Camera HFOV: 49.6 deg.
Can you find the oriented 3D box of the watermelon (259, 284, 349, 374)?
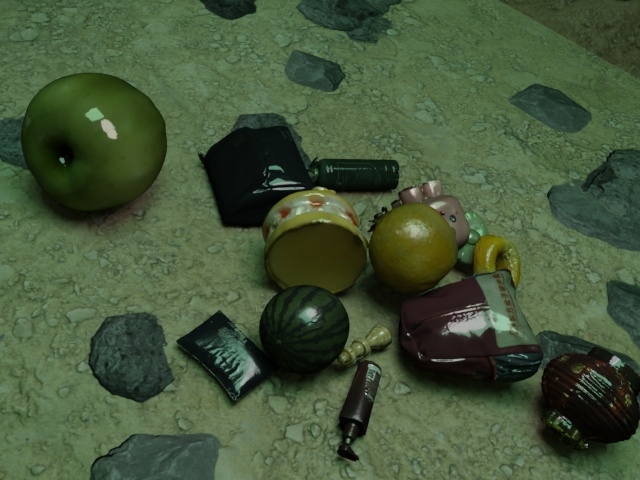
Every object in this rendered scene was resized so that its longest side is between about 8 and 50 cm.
[{"bbox_3d":[-0.038,0.203,1.580,0.212,0.212,0.212,8,46,-9],"label":"watermelon"}]

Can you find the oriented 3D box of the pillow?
[{"bbox_3d":[-0.210,0.260,1.583,0.208,0.055,0.141,41,52,21],"label":"pillow"}]

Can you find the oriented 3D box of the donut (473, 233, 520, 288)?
[{"bbox_3d":[0.487,0.070,1.896,0.162,0.065,0.178,-2,87,-39],"label":"donut"}]

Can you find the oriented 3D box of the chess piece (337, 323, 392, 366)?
[{"bbox_3d":[0.100,0.256,1.655,0.060,0.060,0.172,42,39,23],"label":"chess piece"}]

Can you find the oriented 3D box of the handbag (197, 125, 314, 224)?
[{"bbox_3d":[-0.183,-0.199,1.944,0.275,0.177,0.301,-4,49,-21],"label":"handbag"}]

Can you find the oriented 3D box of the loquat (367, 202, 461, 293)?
[{"bbox_3d":[0.226,0.014,1.745,0.244,0.243,0.243,8,46,-9],"label":"loquat"}]

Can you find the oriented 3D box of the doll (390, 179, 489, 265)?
[{"bbox_3d":[0.322,-0.027,1.954,0.284,0.216,0.268,-17,77,-9],"label":"doll"}]

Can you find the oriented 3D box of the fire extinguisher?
[{"bbox_3d":[0.083,-0.204,2.077,0.311,0.114,0.095,-3,44,-17],"label":"fire extinguisher"}]

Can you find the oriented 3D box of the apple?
[{"bbox_3d":[-0.574,-0.256,1.774,0.358,0.357,0.357,8,46,-9],"label":"apple"}]

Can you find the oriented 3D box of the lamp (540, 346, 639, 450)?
[{"bbox_3d":[0.622,0.372,1.613,0.247,0.247,0.247,8,46,-9],"label":"lamp"}]

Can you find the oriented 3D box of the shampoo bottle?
[{"bbox_3d":[0.085,0.379,1.552,0.068,0.067,0.236,15,44,10],"label":"shampoo bottle"}]

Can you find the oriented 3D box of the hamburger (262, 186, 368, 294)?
[{"bbox_3d":[0.000,0.000,1.767,0.303,0.261,0.186,21,38,-22],"label":"hamburger"}]

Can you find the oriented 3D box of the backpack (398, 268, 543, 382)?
[{"bbox_3d":[0.349,0.224,1.692,0.317,0.197,0.283,-9,47,-3],"label":"backpack"}]
